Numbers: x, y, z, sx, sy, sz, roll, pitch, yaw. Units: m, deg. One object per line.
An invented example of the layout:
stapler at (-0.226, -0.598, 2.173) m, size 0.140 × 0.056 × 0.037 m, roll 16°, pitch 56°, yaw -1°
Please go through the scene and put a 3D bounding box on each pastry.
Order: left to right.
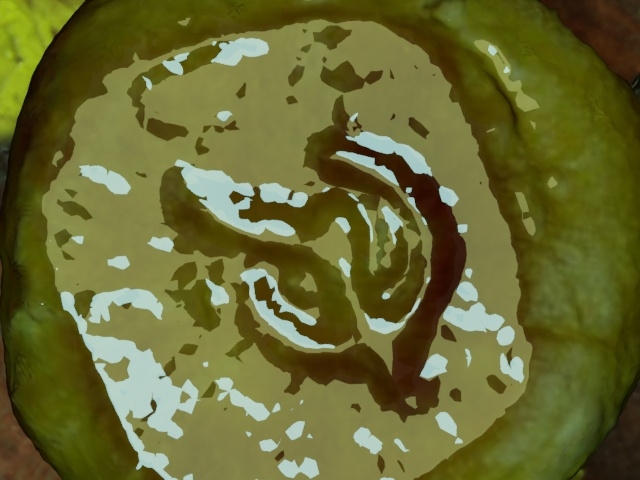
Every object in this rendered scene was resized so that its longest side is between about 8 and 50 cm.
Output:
pastry at (0.000, 0.000, 0.670) m, size 0.356 × 0.164 × 0.355 m, roll 0°, pitch 81°, yaw -2°
